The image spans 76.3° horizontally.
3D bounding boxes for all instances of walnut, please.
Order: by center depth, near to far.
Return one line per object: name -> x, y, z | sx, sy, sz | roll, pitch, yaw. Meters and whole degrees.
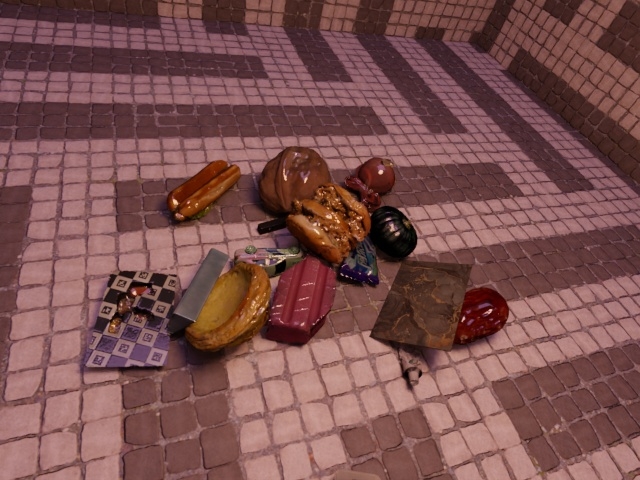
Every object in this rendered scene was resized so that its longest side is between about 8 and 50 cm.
walnut -> -0.093, -0.214, 1.479 | 0.273, 0.227, 0.273 | 8, 53, -10

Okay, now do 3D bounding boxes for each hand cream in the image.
hand cream -> 0.273, 0.320, 1.228 | 0.084, 0.050, 0.256 | 13, 40, -6

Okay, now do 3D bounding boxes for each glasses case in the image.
glasses case -> -0.352, 0.131, 1.153 | 0.056, 0.105, 0.266 | 48, 31, -24

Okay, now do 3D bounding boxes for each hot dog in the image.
hot dog -> -0.413, -0.175, 1.444 | 0.135, 0.100, 0.337 | 21, 45, 15

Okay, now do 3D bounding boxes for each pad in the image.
pad -> 0.329, 0.188, 1.302 | 0.248, 0.007, 0.367 | 3, 40, 31

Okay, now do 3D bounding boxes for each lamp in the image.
lamp -> 0.224, -0.237, 1.659 | 0.223, 0.151, 0.215 | -43, 56, 7

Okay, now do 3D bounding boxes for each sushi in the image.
sushi -> -0.502, 0.212, 1.105 | 0.193, 0.043, 0.279 | 4, 53, -16

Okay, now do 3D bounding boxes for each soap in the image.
soap -> -0.049, 0.166, 1.229 | 0.182, 0.112, 0.289 | 14, 47, -4

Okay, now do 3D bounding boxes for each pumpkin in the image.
pumpkin -> 0.262, -0.033, 1.451 | 0.202, 0.140, 0.202 | 36, 31, -26

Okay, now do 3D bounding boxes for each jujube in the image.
jujube -> 0.481, 0.240, 1.288 | 0.230, 0.155, 0.155 | -17, 56, -22

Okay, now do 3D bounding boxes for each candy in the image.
candy -> 0.135, 0.037, 1.430 | 0.145, 0.070, 0.275 | 16, 42, -12

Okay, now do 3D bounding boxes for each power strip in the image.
power strip -> -0.169, -0.052, 1.441 | 0.111, 0.038, 0.029 | -18, 57, -27

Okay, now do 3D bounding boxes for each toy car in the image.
toy car -> -0.161, 0.070, 1.294 | 0.224, 0.090, 0.076 | 1, 50, -11

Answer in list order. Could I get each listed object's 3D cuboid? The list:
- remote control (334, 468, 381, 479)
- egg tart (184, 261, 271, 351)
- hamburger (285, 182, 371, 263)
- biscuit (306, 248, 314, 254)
remote control -> 0.067, 0.665, 0.861 | 0.110, 0.055, 0.312 | 9, 52, 0
egg tart -> -0.233, 0.191, 1.102 | 0.123, 0.294, 0.294 | 50, 39, -28
hamburger -> 0.016, -0.059, 1.328 | 0.260, 0.245, 0.211 | 46, 76, -18
biscuit -> 0.000, 0.000, 1.456 | 0.071, 0.018, 0.147 | 35, 48, 12
